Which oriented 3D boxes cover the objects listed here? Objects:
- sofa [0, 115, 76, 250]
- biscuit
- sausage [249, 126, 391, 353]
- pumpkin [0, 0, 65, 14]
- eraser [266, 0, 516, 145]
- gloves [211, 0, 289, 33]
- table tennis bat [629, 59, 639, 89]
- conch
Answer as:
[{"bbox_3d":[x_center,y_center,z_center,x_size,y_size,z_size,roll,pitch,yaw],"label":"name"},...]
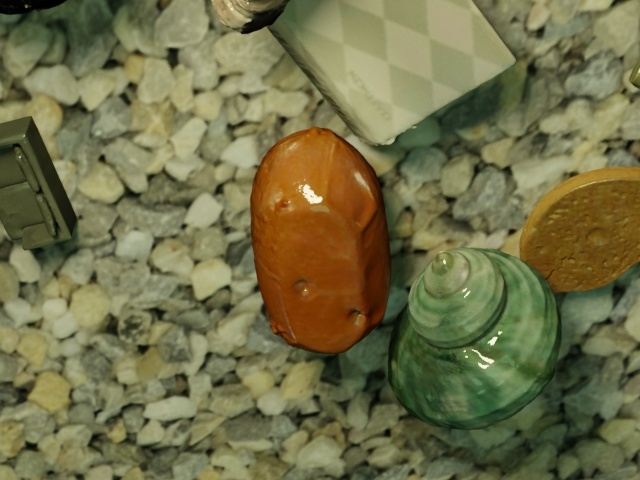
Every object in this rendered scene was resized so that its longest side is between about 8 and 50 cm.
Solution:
[{"bbox_3d":[-0.340,-0.058,1.791,0.085,0.060,0.147,-12,124,10],"label":"sofa"},{"bbox_3d":[0.313,-0.014,1.819,0.142,0.029,0.221,35,122,-22],"label":"biscuit"},{"bbox_3d":[0.000,0.001,1.772,0.153,0.141,0.268,-4,124,4],"label":"sausage"},{"bbox_3d":[-0.296,-0.334,1.507,0.250,0.216,0.249,0,108,-1],"label":"pumpkin"},{"bbox_3d":[0.004,-0.283,1.607,0.213,0.082,0.397,-31,119,21],"label":"eraser"},{"bbox_3d":[-0.053,-0.264,1.515,0.144,0.110,0.094,-48,69,29],"label":"gloves"},{"bbox_3d":[0.449,-0.135,1.725,0.247,0.022,0.138,23,107,-10],"label":"table tennis bat"},{"bbox_3d":[0.169,0.106,1.823,0.195,0.220,0.277,-44,145,-19],"label":"conch"}]
